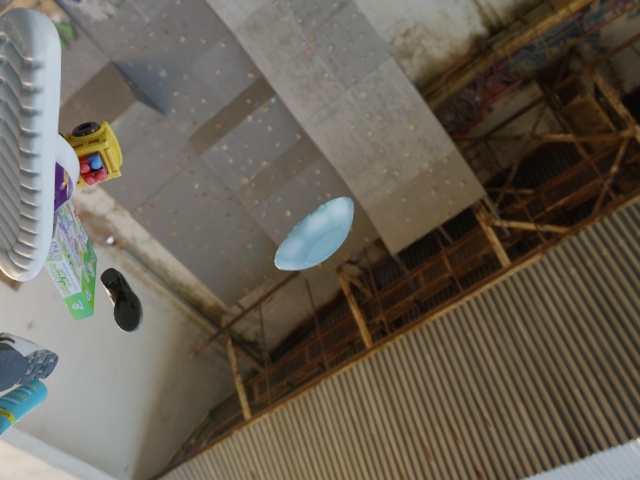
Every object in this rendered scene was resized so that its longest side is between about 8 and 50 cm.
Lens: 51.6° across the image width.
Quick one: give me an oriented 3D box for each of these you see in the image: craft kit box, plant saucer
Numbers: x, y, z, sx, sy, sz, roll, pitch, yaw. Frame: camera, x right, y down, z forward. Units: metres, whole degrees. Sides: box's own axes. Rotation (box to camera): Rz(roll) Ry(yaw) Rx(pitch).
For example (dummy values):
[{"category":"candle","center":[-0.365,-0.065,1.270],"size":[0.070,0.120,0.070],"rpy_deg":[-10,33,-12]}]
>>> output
[{"category":"craft kit box","center":[-0.630,0.027,1.653],"size":[0.060,0.250,0.247],"rpy_deg":[-14,-142,-3]},{"category":"plant saucer","center":[0.000,0.000,1.267],"size":[0.195,0.195,0.037],"rpy_deg":[-43,-110,2]}]

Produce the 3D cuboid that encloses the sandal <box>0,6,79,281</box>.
[{"category":"sandal","center":[-0.402,-0.117,0.955],"size":[0.169,0.102,0.416],"rpy_deg":[38,-56,29]}]

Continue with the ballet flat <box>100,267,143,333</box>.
[{"category":"ballet flat","center":[-0.537,0.167,1.813],"size":[0.084,0.058,0.250],"rpy_deg":[-37,-131,-7]}]

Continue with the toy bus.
[{"category":"toy bus","center":[-0.653,-0.205,1.794],"size":[0.220,0.150,0.211],"rpy_deg":[-19,-145,-9]}]

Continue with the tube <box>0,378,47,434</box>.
[{"category":"tube","center":[-0.577,0.312,1.222],"size":[0.207,0.080,0.052],"rpy_deg":[-61,161,-84]}]

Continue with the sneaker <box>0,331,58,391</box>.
[{"category":"sneaker","center":[-0.825,0.303,1.705],"size":[0.122,0.146,0.330],"rpy_deg":[-58,170,-7]}]
